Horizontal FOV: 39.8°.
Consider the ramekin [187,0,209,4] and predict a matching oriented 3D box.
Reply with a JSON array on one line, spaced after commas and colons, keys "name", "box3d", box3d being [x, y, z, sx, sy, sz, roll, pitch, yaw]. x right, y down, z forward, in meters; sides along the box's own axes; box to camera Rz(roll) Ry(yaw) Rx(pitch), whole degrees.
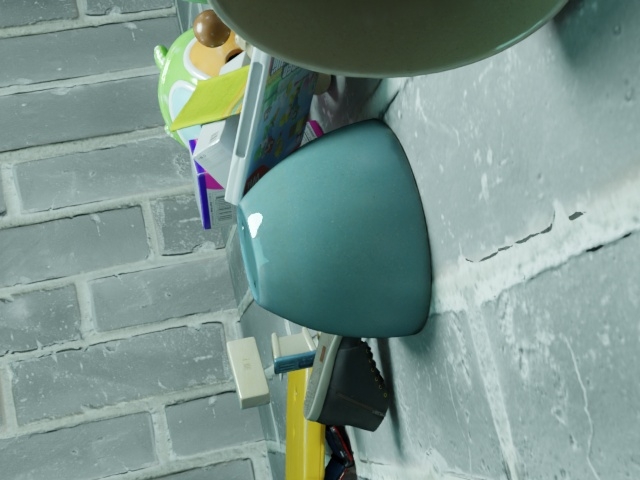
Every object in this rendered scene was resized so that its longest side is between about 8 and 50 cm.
[{"name": "ramekin", "box3d": [-0.132, -0.423, 1.088, 0.148, 0.304, 0.303, 104, 154, -47]}]

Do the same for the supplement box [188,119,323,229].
[{"name": "supplement box", "box3d": [-0.095, -0.109, 1.445, 0.114, 0.220, 0.111, -113, 17, -50]}]

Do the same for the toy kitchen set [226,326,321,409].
[{"name": "toy kitchen set", "box3d": [-0.054, 0.258, 1.609, 0.166, 0.207, 0.122, 93, 163, -50]}]

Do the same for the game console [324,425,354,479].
[{"name": "game console", "box3d": [0.008, 0.435, 1.761, 0.124, 0.085, 0.144, 63, 167, 0]}]

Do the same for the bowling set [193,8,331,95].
[{"name": "bowling set", "box3d": [-0.095, -0.352, 1.307, 0.154, 0.200, 0.286, -119, 25, -62]}]

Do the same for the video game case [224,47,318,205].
[{"name": "video game case", "box3d": [-0.047, -0.206, 1.164, 0.204, 0.025, 0.285, -51, -19, -51]}]

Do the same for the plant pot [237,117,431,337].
[{"name": "plant pot", "box3d": [0.000, 0.000, 1.155, 0.290, 0.196, 0.290, 169, 90, -79]}]

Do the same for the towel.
[{"name": "towel", "box3d": [-0.135, -0.211, 1.269, 0.021, 0.102, 0.237, 44, 153, -28]}]

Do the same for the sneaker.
[{"name": "sneaker", "box3d": [0.059, 0.174, 1.331, 0.083, 0.118, 0.222, -137, 64, -74]}]

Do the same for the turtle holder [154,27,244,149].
[{"name": "turtle holder", "box3d": [-0.155, -0.221, 1.577, 0.227, 0.243, 0.320, 35, 121, 49]}]

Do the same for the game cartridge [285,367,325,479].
[{"name": "game cartridge", "box3d": [-0.030, 0.396, 1.834, 0.285, 0.053, 0.323, 127, 144, -74]}]

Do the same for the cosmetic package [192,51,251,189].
[{"name": "cosmetic package", "box3d": [-0.119, -0.176, 1.329, 0.099, 0.060, 0.239, 44, -147, -28]}]

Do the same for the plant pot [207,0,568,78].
[{"name": "plant pot", "box3d": [0.048, -0.300, 0.636, 0.256, 0.257, 0.273, 108, 164, -67]}]
